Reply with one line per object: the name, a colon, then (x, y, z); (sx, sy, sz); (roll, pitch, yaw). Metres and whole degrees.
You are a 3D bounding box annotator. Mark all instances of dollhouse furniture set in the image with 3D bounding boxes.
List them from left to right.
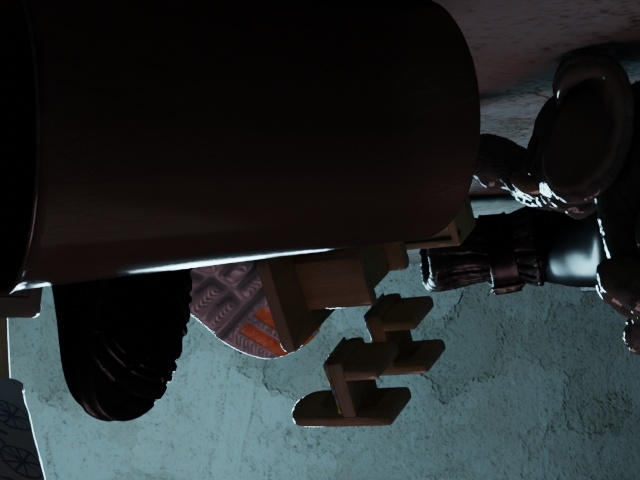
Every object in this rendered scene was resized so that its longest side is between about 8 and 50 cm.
dollhouse furniture set: (0.000, 0.000, 1.032); (0.161, 0.212, 0.242); (-6, -159, 30)

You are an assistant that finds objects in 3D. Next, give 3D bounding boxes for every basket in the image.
basket: (-0.049, -0.058, 0.642); (0.226, 0.154, 0.204); (-4, 175, -23)

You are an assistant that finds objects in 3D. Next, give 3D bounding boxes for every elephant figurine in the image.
elephant figurine: (0.204, -0.055, 0.865); (0.186, 0.239, 0.169); (-33, 149, 5)

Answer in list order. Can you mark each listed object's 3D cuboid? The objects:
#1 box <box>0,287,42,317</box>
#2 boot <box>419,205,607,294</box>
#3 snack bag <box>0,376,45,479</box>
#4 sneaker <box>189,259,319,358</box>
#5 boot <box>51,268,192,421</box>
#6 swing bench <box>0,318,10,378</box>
box: (-0.268, -0.034, 0.766); (0.126, 0.149, 0.232); (6, 178, 16)
boot: (0.262, 0.002, 1.648); (0.260, 0.131, 0.348); (5, 168, -3)
snack bag: (-0.328, 0.047, 0.838); (0.323, 0.037, 0.342); (33, -170, -33)
sneaker: (-0.137, -0.024, 1.170); (0.124, 0.180, 0.321); (-40, 130, 10)
boot: (-0.197, 0.014, 0.935); (0.207, 0.247, 0.094); (-7, 156, 30)
swing bench: (-0.493, 0.077, 1.463); (0.254, 0.253, 0.165); (-2, 180, 13)
